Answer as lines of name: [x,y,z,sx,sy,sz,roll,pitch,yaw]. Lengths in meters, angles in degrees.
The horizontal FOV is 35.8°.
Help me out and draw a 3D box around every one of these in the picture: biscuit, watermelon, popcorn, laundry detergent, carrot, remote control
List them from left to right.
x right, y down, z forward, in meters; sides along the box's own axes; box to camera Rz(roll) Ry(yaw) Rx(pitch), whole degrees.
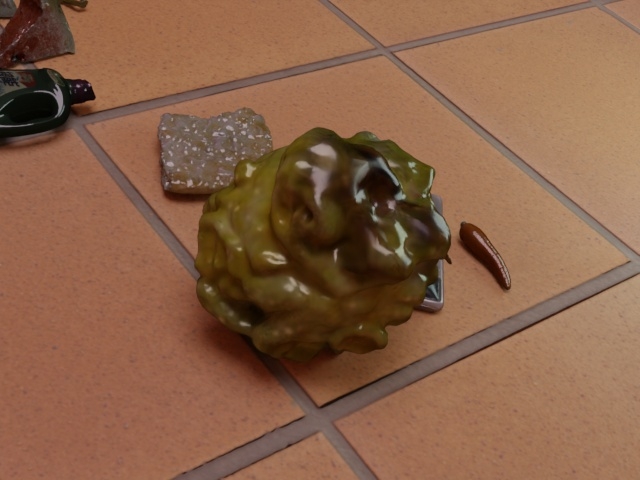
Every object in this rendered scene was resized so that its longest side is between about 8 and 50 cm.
watermelon: [-0.582,-0.421,1.750,0.085,0.085,0.061,23,76,10]
laundry detergent: [-0.453,-0.214,1.535,0.221,0.078,0.144,-8,47,-27]
watermelon: [-0.495,-0.346,1.701,0.098,0.121,0.158,27,84,37]
biscuit: [-0.175,-0.146,1.566,0.188,0.040,0.265,28,40,15]
popcorn: [-0.001,0.013,1.263,0.312,0.312,0.312,8,40,-7]
remote control: [0.153,0.007,1.495,0.067,0.029,0.261,12,40,-3]
carrot: [0.253,0.020,1.510,0.035,0.035,0.142,-14,52,-30]

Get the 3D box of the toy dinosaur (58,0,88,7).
toy dinosaur: [-0.508,-0.457,1.834,0.162,0.039,0.126,-25,47,-25]
